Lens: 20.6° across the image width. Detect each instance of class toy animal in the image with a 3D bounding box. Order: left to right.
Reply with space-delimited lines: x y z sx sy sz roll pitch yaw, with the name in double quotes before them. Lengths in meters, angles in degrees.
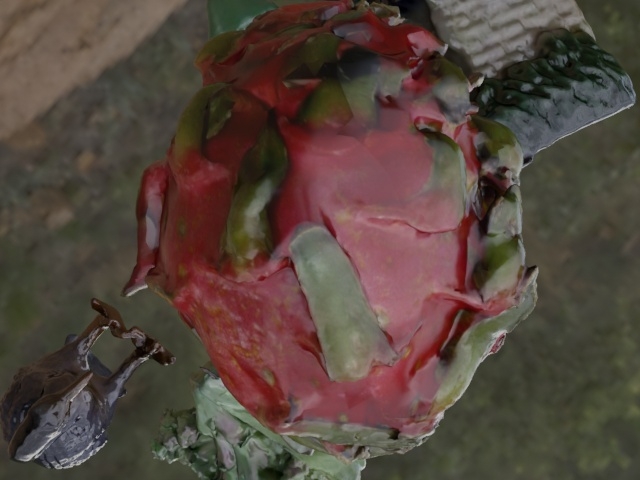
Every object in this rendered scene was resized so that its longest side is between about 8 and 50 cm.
"toy animal" -0.256 0.156 1.848 0.185 0.122 0.298 -53 -172 -8

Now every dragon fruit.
"dragon fruit" 0.011 -0.003 1.132 0.237 0.303 0.231 -15 -176 -28

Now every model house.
"model house" 0.068 -0.163 1.556 0.298 0.284 0.243 -26 177 -24

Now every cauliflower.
"cauliflower" -0.076 0.203 2.003 0.256 0.239 0.315 -42 134 -6
